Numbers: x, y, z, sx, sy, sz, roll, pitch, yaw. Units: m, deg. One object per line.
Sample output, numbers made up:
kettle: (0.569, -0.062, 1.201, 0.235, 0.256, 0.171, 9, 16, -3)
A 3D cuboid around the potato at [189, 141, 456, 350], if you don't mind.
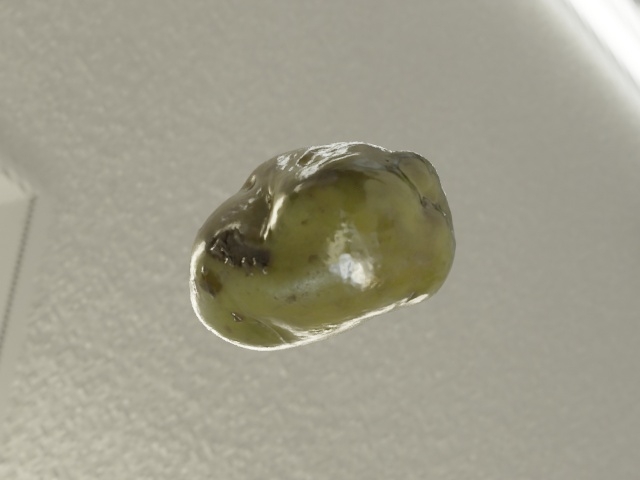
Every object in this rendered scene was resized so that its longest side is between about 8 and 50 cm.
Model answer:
potato: (0.002, 0.004, 1.128, 0.137, 0.200, 0.154, 53, -146, -19)
